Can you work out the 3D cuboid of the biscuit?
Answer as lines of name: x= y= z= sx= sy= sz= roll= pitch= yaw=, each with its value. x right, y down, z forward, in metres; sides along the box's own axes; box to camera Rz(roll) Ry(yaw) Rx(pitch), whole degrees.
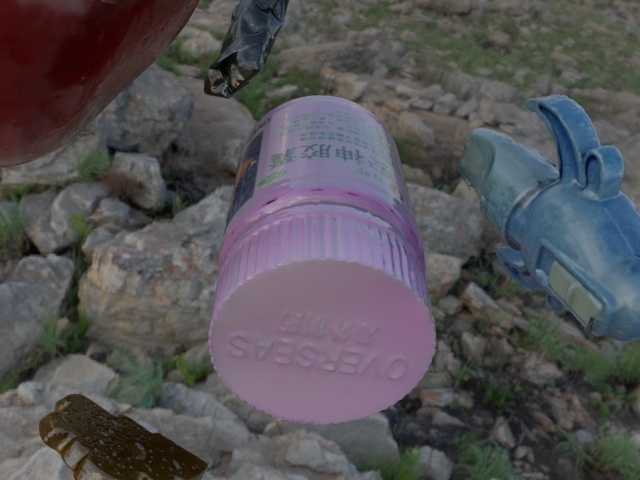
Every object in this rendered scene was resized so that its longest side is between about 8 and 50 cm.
biscuit: x=-0.097 y=0.107 z=0.315 sx=0.092 sy=0.016 sz=0.082 roll=34 pitch=-5 yaw=-37

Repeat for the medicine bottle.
medicine bottle: x=0.000 y=0.000 z=0.572 sx=0.178 sy=0.178 sz=0.291 roll=15 pitch=33 yaw=-9

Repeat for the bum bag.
bum bag: x=-0.122 y=-0.412 z=1.187 sx=0.095 sy=0.144 sz=0.341 roll=38 pitch=58 yaw=-42

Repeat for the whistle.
whistle: x=0.196 y=-0.012 z=0.512 sx=0.093 sy=0.180 sz=0.269 roll=-14 pitch=43 yaw=-13

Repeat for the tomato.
tomato: x=-0.258 y=-0.236 z=0.521 sx=0.289 sy=0.293 sz=0.325 roll=-6 pitch=36 yaw=48
